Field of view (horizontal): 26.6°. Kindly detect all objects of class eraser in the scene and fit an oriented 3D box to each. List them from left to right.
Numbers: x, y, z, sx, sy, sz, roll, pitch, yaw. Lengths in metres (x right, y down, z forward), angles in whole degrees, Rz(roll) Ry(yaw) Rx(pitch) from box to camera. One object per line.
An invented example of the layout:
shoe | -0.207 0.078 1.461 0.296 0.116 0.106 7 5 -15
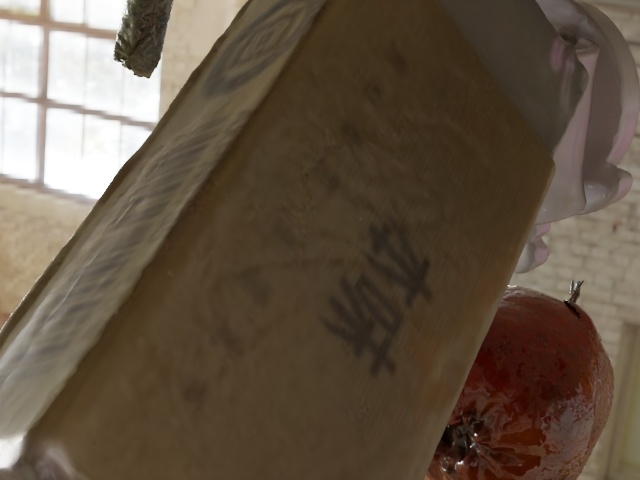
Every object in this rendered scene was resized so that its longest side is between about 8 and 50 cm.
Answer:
eraser | 0.000 0.000 0.523 0.078 0.144 0.343 -17 -147 44

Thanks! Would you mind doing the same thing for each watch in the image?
watch | 0.063 -0.067 0.876 0.244 0.196 0.231 15 -160 38

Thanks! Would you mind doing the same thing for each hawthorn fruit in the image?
hawthorn fruit | 0.208 0.139 1.396 0.211 0.211 0.299 16 -138 30

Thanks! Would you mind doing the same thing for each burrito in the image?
burrito | -0.179 -0.259 1.433 0.051 0.171 0.042 14 -166 -12
